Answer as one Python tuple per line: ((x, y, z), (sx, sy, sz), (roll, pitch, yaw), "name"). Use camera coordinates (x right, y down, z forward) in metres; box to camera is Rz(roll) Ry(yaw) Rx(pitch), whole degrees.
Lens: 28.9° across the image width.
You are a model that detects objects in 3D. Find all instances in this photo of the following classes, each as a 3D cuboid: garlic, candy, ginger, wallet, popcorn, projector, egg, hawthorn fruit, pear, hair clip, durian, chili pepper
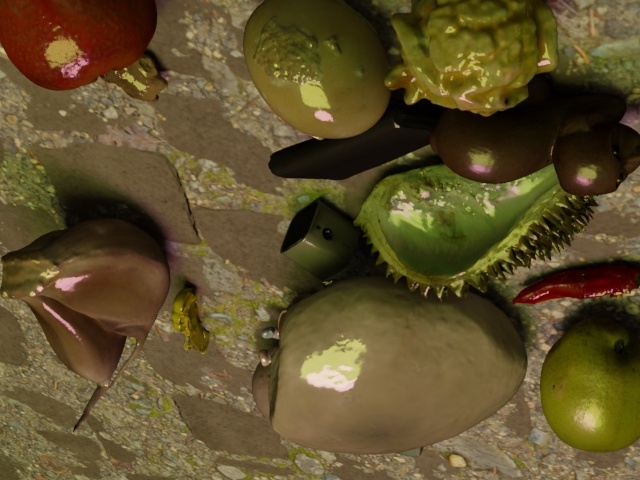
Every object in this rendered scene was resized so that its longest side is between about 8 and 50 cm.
((-0.352, 0.108, 2.059), (0.231, 0.246, 0.340), (-7, 123, 17), "garlic")
((0.120, 0.211, 1.922), (0.427, 0.186, 0.386), (4, 142, -24), "candy")
((-0.293, -0.246, 1.714), (0.173, 0.051, 0.069), (25, 140, 1), "ginger")
((0.057, -0.127, 1.658), (0.149, 0.044, 0.250), (1, 165, -44), "wallet")
((0.169, -0.224, 1.403), (0.167, 0.185, 0.187), (52, 146, -13), "popcorn")
((0.000, 0.000, 1.866), (0.082, 0.083, 0.083), (34, 142, -20), "projector")
((-0.005, -0.212, 1.515), (0.201, 0.164, 0.164), (43, 141, -8), "egg")
((-0.321, -0.300, 1.542), (0.196, 0.196, 0.225), (-15, 117, 39), "hawthorn fruit")
((0.427, 0.215, 1.881), (0.187, 0.187, 0.219), (14, 124, 9), "pear")
((-0.231, 0.139, 2.189), (0.046, 0.072, 0.173), (9, 153, 11), "hair clip")
((0.233, -0.040, 1.717), (0.394, 0.163, 0.198), (-23, 88, 39), "durian")
((0.392, 0.063, 1.798), (0.268, 0.059, 0.050), (-8, 98, 38), "chili pepper")

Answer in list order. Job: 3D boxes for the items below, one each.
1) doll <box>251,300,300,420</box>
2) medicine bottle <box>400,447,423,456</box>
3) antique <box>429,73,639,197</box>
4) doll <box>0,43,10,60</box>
((-0.034, 0.203, 2.124), (0.151, 0.151, 0.287), (19, 139, 2), "doll")
((0.085, 0.328, 2.264), (0.217, 0.090, 0.090), (12, 144, 12), "medicine bottle")
((0.264, -0.122, 1.514), (0.257, 0.143, 0.121), (15, 132, 6), "antique")
((-0.448, -0.312, 1.685), (0.161, 0.059, 0.160), (-11, 134, 36), "doll")
